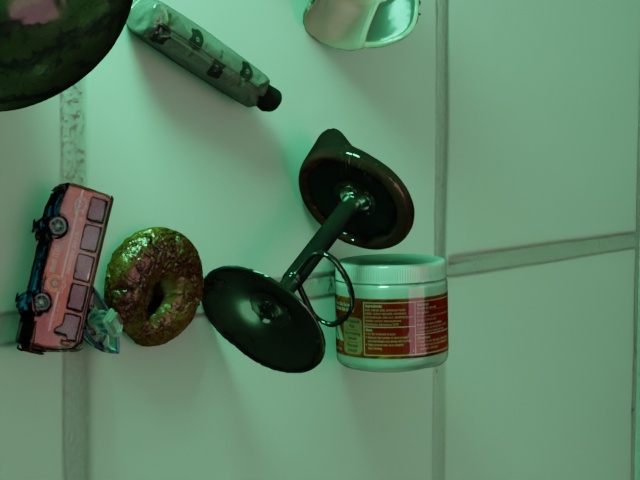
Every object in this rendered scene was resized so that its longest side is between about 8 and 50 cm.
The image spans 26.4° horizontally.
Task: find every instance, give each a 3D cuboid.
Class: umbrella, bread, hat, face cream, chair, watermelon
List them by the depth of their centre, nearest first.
[{"bbox_3d":[-0.370,-0.311,1.645,0.359,0.279,0.279,-56,134,-38],"label":"watermelon"},{"bbox_3d":[-0.243,0.068,2.029,0.193,0.064,0.193,-13,106,-51],"label":"bread"},{"bbox_3d":[-0.169,-0.277,2.094,0.067,0.073,0.337,-52,142,7],"label":"umbrella"},{"bbox_3d":[0.000,0.000,2.219,0.401,0.226,0.226,-54,133,-38],"label":"chair"},{"bbox_3d":[0.071,-0.461,2.356,0.232,0.161,0.275,30,92,-39],"label":"hat"},{"bbox_3d":[0.126,0.126,2.422,0.201,0.201,0.187,-9,100,-53],"label":"face cream"}]

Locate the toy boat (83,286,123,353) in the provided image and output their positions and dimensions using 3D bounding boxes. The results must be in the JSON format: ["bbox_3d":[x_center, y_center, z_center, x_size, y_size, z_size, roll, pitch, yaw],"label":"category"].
[{"bbox_3d":[-0.315,0.109,1.928,0.059,0.066,0.140,-56,135,-40],"label":"toy boat"}]

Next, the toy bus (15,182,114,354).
[{"bbox_3d":[-0.348,0.040,1.845,0.096,0.073,0.235,14,82,-27],"label":"toy bus"}]
